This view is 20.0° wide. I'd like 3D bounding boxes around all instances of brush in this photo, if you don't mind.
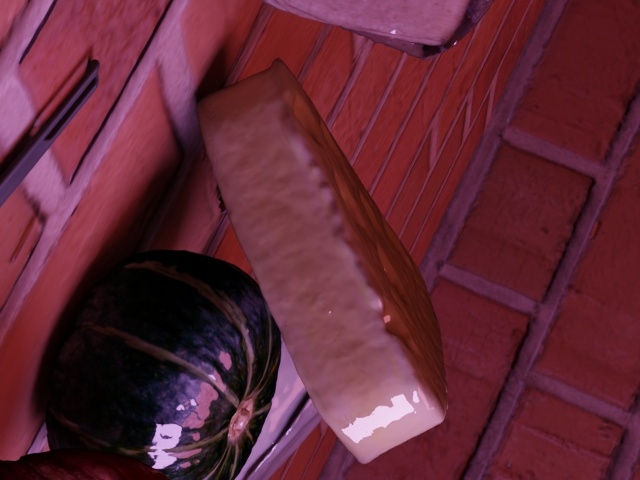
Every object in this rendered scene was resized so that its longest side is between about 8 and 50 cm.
[{"bbox_3d":[-0.216,-0.042,1.297,0.062,0.027,0.266,103,14,-51],"label":"brush"}]

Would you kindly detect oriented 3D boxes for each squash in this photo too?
[{"bbox_3d":[-0.138,0.131,1.662,0.252,0.165,0.252,-57,158,-37],"label":"squash"}]

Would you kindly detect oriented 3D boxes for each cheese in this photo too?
[{"bbox_3d":[0.000,0.001,1.733,0.104,0.384,0.384,-26,175,9],"label":"cheese"}]

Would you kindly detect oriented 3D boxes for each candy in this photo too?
[{"bbox_3d":[-0.093,0.166,2.000,0.295,0.185,0.295,-50,178,-3],"label":"candy"}]

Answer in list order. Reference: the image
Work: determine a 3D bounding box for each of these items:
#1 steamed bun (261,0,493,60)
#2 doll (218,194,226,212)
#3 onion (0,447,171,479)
[{"bbox_3d":[0.055,-0.315,1.545,0.301,0.251,0.199,103,3,-62],"label":"steamed bun"},{"bbox_3d":[-0.023,-0.024,1.940,0.186,0.134,0.106,53,48,-36],"label":"doll"},{"bbox_3d":[-0.241,0.278,1.405,0.314,0.232,0.314,-36,158,-18],"label":"onion"}]
